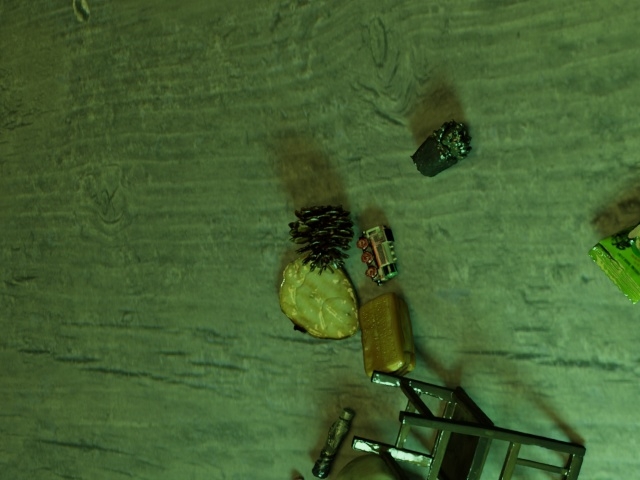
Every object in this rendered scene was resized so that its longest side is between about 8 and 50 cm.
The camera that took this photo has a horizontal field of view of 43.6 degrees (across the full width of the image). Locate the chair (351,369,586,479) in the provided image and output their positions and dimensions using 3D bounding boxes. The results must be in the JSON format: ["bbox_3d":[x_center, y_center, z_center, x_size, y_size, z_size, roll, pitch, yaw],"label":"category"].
[{"bbox_3d":[0.310,0.443,1.721,0.240,0.416,0.203,-143,68,-74],"label":"chair"}]

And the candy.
[{"bbox_3d":[0.660,-0.008,1.580,0.246,0.069,0.149,-47,71,16],"label":"candy"}]

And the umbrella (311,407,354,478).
[{"bbox_3d":[0.027,0.494,1.955,0.050,0.046,0.188,30,104,33],"label":"umbrella"}]

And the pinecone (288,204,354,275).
[{"bbox_3d":[0.005,0.002,1.916,0.163,0.163,0.165,-19,65,29],"label":"pinecone"}]

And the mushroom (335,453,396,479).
[{"bbox_3d":[0.145,0.606,1.794,0.260,0.234,0.254,169,94,-76],"label":"mushroom"}]

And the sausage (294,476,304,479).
[{"bbox_3d":[-0.047,0.668,2.001,0.035,0.030,0.147,-12,81,31],"label":"sausage"}]

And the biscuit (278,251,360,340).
[{"bbox_3d":[0.001,0.147,1.994,0.260,0.041,0.203,41,104,25],"label":"biscuit"}]

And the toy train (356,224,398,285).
[{"bbox_3d":[0.141,0.036,1.905,0.087,0.050,0.138,-22,77,25],"label":"toy train"}]

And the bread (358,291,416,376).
[{"bbox_3d":[0.155,0.222,1.849,0.116,0.077,0.200,-35,45,36],"label":"bread"}]

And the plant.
[{"bbox_3d":[0.276,-0.208,1.811,0.143,0.094,0.092,-39,58,29],"label":"plant"}]
